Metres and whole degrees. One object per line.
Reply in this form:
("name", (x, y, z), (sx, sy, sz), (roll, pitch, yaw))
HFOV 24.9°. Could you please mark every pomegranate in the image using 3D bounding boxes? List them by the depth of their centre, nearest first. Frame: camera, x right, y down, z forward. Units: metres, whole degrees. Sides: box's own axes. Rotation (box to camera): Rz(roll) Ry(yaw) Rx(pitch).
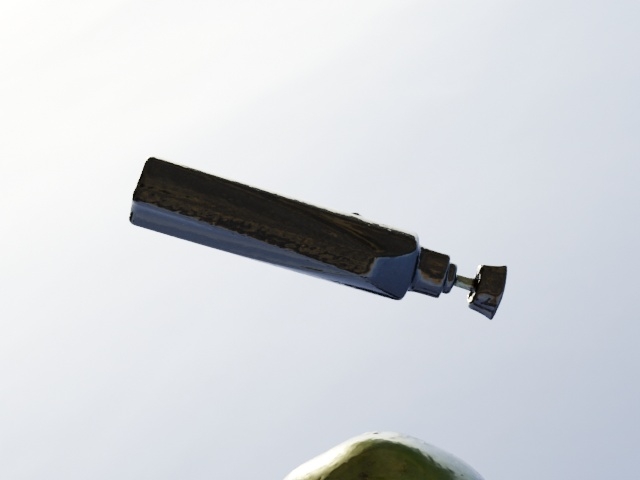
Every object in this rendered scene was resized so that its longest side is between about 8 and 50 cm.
("pomegranate", (0.040, 0.203, 0.967), (0.180, 0.180, 0.209), (-28, -161, 12))

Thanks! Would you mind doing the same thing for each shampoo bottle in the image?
("shampoo bottle", (0.000, 0.000, 0.525), (0.048, 0.137, 0.027), (-86, -168, -81))
